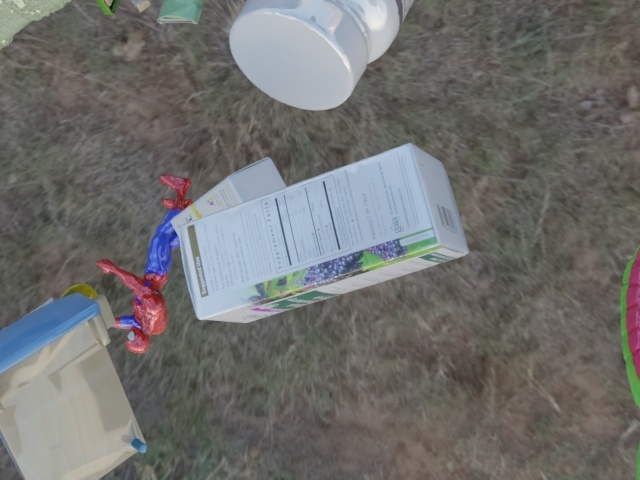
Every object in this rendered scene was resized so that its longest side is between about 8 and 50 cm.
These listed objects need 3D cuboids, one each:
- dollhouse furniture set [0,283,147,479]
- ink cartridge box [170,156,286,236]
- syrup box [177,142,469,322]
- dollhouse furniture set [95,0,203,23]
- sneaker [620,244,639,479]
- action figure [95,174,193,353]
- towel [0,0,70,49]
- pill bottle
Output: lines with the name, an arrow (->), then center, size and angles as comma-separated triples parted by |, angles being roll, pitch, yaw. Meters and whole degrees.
dollhouse furniture set -> -0.330, 0.217, 1.082 | 0.303, 0.198, 0.286 | -35, 123, -29
ink cartridge box -> -0.101, -0.010, 1.324 | 0.072, 0.175, 0.127 | -29, 90, -37
syrup box -> 0.000, 0.000, 0.936 | 0.237, 0.093, 0.096 | -19, 76, 21
dollhouse furniture set -> -0.231, -0.339, 1.403 | 0.152, 0.058, 0.076 | 4, 62, 18
sneaker -> 0.379, 0.212, 0.919 | 0.202, 0.185, 0.482 | 14, 74, -18
action figure -> -0.270, 0.036, 1.498 | 0.139, 0.280, 0.091 | 3, 144, 1
towel -> -0.218, -0.154, 0.573 | 0.110, 0.027, 0.148 | -31, 142, 20
pill bottle -> 0.032, -0.359, 1.373 | 0.204, 0.204, 0.361 | 31, 60, -7
